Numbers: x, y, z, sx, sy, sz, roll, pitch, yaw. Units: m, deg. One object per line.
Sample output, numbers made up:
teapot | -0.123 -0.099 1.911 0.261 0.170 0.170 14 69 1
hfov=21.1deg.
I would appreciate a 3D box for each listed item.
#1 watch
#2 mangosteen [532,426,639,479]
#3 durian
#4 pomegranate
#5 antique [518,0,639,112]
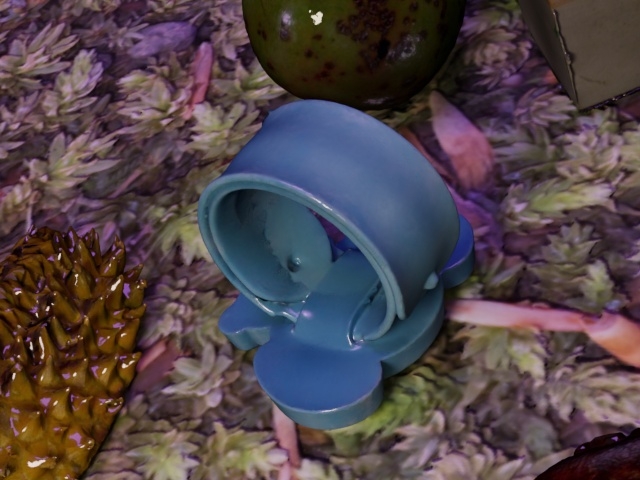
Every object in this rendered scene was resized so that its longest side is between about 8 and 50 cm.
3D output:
watch | 0.000 0.000 1.220 0.211 0.193 0.211 -12 40 10
mangosteen | 0.185 0.199 0.914 0.210 0.210 0.210 -14 40 12
durian | -0.243 0.103 1.289 0.191 0.112 0.341 12 49 38
pomegranate | 0.035 -0.223 1.426 0.202 0.247 0.202 12 36 -9
antique | 0.236 -0.213 1.380 0.147 0.148 0.152 -21 41 0
